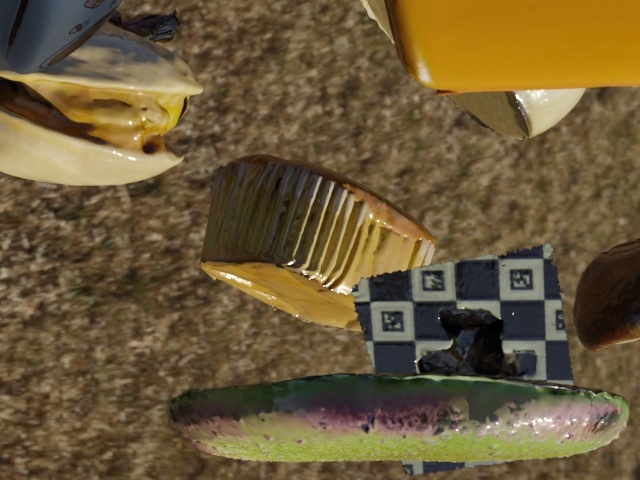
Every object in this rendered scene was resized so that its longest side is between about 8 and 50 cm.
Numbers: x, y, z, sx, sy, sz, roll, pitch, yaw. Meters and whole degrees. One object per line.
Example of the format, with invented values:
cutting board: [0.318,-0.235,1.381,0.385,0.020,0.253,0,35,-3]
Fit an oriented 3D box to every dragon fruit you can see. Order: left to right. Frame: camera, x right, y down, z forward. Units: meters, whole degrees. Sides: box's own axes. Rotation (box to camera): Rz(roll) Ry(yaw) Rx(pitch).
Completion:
dragon fruit: [-0.253,-0.225,1.501,0.125,0.125,0.246,41,48,20]

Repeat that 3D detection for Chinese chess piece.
Chinese chess piece: [0.149,-0.208,1.260,0.103,0.250,0.250,-46,112,-5]

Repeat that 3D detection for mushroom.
mushroom: [0.417,0.062,1.682,0.194,0.231,0.138,-9,77,-22]

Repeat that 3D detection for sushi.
sushi: [0.143,0.110,1.211,0.040,0.192,0.210,-60,138,-69]

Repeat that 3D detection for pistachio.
pistachio: [-0.221,-0.124,1.134,0.229,0.157,0.157,10,76,-19]

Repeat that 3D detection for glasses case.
glasses case: [-0.118,-0.124,0.607,0.067,0.178,0.045,-44,97,-20]

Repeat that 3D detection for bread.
bread: [0.000,0.000,1.496,0.288,0.204,0.156,27,73,-39]
bread: [0.035,0.092,0.627,0.228,0.228,0.034,11,75,-35]

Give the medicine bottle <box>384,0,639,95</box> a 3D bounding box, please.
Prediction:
medicine bottle: [0.133,-0.128,0.395,0.149,0.222,0.112,-74,158,-43]
